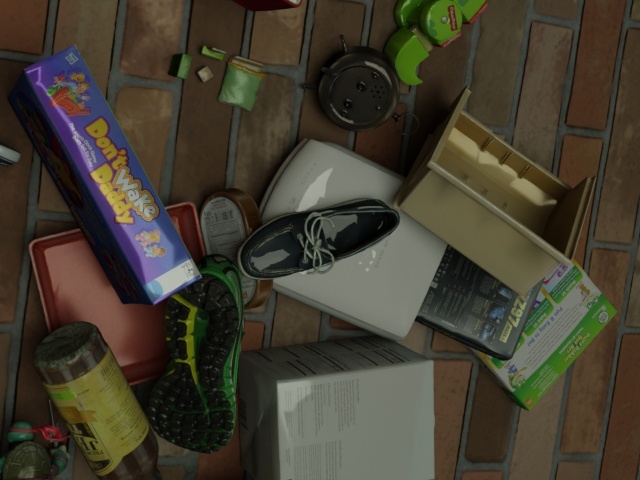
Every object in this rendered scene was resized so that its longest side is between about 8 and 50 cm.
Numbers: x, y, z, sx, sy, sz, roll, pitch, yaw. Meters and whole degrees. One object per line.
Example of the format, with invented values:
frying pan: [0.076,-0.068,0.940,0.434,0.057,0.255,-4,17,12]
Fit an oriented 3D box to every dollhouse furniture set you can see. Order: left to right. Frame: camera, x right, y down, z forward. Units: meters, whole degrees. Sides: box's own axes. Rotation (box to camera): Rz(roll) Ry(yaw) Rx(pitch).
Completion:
dollhouse furniture set: [-0.151,-0.251,1.820,0.151,0.058,0.076,15,93,-24]

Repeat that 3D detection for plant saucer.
plant saucer: [-0.295,0.089,1.824,0.259,0.048,0.258,-15,104,-21]

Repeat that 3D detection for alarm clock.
alarm clock: [0.077,-0.227,1.889,0.192,0.064,0.129,33,111,-16]

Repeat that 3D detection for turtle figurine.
turtle figurine: [-0.446,0.351,1.748,0.175,0.118,0.234,4,82,-25]

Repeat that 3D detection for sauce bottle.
sauce bottle: [-0.308,0.285,1.773,0.111,0.111,0.344,-30,117,-15]

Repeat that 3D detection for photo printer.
photo printer: [0.045,-0.007,1.914,0.307,0.107,0.256,25,88,-23]

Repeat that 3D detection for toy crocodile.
toy crocodile: [0.228,-0.397,1.926,0.340,0.115,0.105,-48,120,-6]

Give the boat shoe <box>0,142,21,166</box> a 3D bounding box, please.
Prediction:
boat shoe: [-0.523,-0.118,1.687,0.183,0.065,0.083,17,94,-18]

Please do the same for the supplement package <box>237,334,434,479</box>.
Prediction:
supplement package: [0.022,0.279,1.906,0.262,0.198,0.199,-5,100,-22]

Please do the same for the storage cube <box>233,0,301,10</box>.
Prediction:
storage cube: [-0.100,-0.457,1.733,0.215,0.193,0.184,27,88,-23]

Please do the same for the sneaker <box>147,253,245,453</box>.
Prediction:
sneaker: [-0.166,0.177,1.790,0.134,0.146,0.343,17,121,4]

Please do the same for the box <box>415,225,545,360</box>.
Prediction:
box: [0.276,0.061,2.003,0.183,0.059,0.233,24,80,-2]

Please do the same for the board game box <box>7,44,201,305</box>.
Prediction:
board game box: [-0.305,-0.078,1.653,0.078,0.233,0.347,-30,98,-18]

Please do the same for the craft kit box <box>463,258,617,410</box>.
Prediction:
craft kit box: [0.369,0.129,2.107,0.250,0.061,0.246,-46,110,-10]

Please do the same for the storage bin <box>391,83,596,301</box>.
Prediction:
storage bin: [0.282,-0.083,1.893,0.262,0.123,0.260,35,42,-4]

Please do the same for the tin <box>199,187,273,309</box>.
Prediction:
tin: [-0.132,0.015,1.837,0.040,0.106,0.190,-14,91,-47]

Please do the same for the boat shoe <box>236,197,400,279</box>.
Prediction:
boat shoe: [0.000,0.000,1.794,0.254,0.079,0.095,-14,100,-20]
